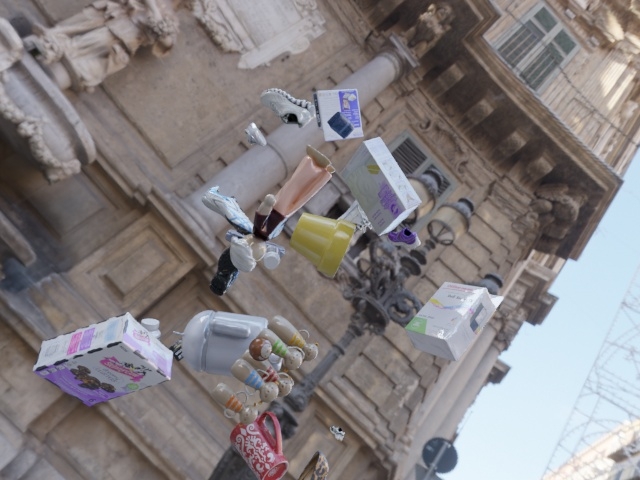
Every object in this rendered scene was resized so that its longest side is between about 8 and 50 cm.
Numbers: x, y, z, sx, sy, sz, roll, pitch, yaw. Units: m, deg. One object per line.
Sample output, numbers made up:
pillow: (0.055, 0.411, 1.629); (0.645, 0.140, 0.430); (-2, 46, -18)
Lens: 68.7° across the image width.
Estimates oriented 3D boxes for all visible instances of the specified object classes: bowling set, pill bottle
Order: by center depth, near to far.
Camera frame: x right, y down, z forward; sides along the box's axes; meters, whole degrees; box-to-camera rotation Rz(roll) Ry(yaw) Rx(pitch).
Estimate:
bowling set: (-0.123, 0.315, 1.123); (0.154, 0.287, 0.200); (39, -18, 2)
pill bottle: (-0.495, 0.289, 1.340); (0.067, 0.067, 0.120); (17, -81, 42)
pill bottle: (-0.225, 0.080, 2.154); (0.078, 0.078, 0.137); (54, 6, -16)

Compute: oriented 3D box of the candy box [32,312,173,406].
candy box: (-0.426, 0.242, 0.939); (0.070, 0.196, 0.165); (-101, 169, -46)

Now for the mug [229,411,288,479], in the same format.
mug: (-0.172, 0.596, 1.354); (0.169, 0.113, 0.151); (40, -54, 41)

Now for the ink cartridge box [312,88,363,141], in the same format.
ink cartridge box: (0.077, -0.530, 1.986); (0.045, 0.206, 0.209); (2, -77, 59)

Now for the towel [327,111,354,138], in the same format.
towel: (0.079, -0.424, 1.728); (0.119, 0.067, 0.029); (24, 26, -54)

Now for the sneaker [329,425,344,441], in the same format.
sneaker: (0.061, 0.659, 1.619); (0.031, 0.037, 0.083); (29, -4, -23)

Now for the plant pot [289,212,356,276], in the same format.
plant pot: (0.000, 0.000, 2.058); (0.238, 0.254, 0.254); (24, -30, 0)

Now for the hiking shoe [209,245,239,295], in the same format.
hiking shoe: (-0.425, 0.116, 2.216); (0.113, 0.132, 0.304); (36, -66, -1)

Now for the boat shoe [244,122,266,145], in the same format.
boat shoe: (-0.269, -0.417, 1.882); (0.066, 0.063, 0.184); (48, 7, -43)

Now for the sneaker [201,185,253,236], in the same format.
sneaker: (-0.286, -0.093, 1.551); (0.237, 0.086, 0.085); (39, -14, 7)

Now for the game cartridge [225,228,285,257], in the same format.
game cartridge: (-0.324, 0.016, 2.350); (0.296, 0.062, 0.198); (19, -2, -6)

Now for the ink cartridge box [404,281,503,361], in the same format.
ink cartridge box: (0.515, 0.276, 1.789); (0.207, 0.353, 0.119); (5, -49, 55)

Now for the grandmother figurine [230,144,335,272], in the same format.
grandmother figurine: (-0.102, -0.069, 1.141); (0.104, 0.342, 0.208); (39, 3, 21)

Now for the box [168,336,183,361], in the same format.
box: (-0.602, 0.463, 2.199); (0.051, 0.220, 0.175); (54, -19, -11)

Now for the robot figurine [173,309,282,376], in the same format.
robot figurine: (-0.295, 0.338, 1.529); (0.352, 0.200, 0.300); (8, -40, -3)

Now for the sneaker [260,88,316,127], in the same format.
sneaker: (-0.164, -0.598, 2.126); (0.291, 0.118, 0.110); (25, -23, 21)

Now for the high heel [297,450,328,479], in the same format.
high heel: (-0.082, 0.782, 1.478); (0.093, 0.261, 0.187); (6, -86, 45)

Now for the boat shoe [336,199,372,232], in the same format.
boat shoe: (0.197, -0.098, 2.431); (0.156, 0.367, 0.136); (52, 7, 32)

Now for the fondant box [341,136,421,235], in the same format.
fondant box: (0.242, -0.221, 1.939); (0.331, 0.096, 0.238); (59, -31, 13)

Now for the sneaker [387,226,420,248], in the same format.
sneaker: (0.323, -0.020, 1.811); (0.169, 0.068, 0.071); (13, -58, 59)
